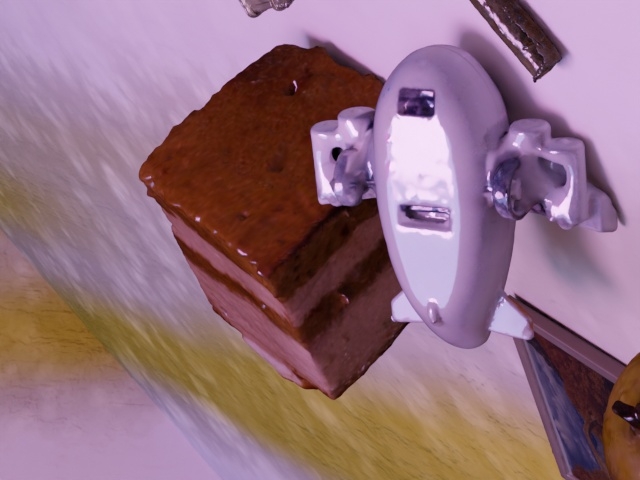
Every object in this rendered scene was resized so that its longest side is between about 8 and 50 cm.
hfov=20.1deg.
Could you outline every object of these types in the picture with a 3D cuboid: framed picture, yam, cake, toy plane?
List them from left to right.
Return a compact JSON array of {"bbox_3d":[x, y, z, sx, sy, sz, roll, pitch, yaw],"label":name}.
[{"bbox_3d":[0.000,0.000,1.583,0.196,0.199,0.293,33,160,35],"label":"cake"},{"bbox_3d":[0.101,-0.031,1.342,0.245,0.117,0.244,15,120,27],"label":"toy plane"},{"bbox_3d":[0.113,-0.164,1.217,0.129,0.027,0.033,49,-158,4],"label":"yam"},{"bbox_3d":[0.248,0.170,1.565,0.184,0.016,0.250,35,156,44],"label":"framed picture"}]

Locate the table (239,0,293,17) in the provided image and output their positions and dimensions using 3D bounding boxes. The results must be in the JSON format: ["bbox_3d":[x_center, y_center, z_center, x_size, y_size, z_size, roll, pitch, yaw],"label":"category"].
[{"bbox_3d":[-0.039,-0.226,1.431,0.079,0.062,0.083,56,162,-15],"label":"table"}]

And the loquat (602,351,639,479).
[{"bbox_3d":[0.277,0.146,1.217,0.172,0.149,0.204,31,168,47],"label":"loquat"}]
